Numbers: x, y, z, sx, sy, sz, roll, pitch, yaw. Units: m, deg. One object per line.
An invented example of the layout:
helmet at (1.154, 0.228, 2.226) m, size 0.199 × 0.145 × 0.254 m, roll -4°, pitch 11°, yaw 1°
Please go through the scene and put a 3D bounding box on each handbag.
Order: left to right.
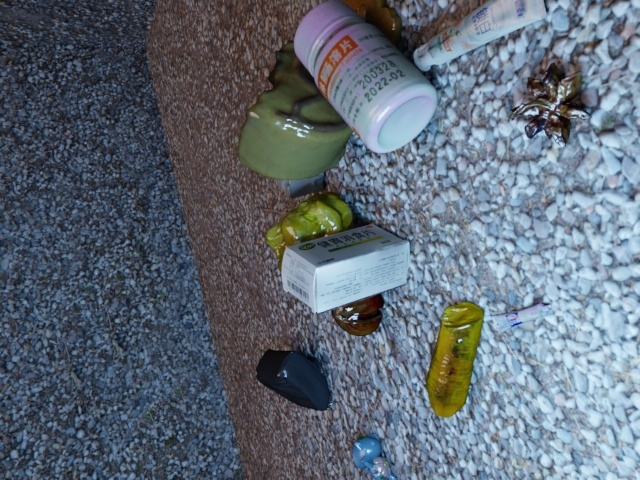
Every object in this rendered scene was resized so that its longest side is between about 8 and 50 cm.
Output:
handbag at (-0.090, 0.549, 2.076) m, size 0.301 × 0.275 × 0.178 m, roll -23°, pitch 35°, yaw 61°

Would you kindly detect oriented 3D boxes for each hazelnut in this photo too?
hazelnut at (0.105, 0.198, 1.615) m, size 0.178 × 0.177 × 0.204 m, roll 15°, pitch 112°, yaw 57°

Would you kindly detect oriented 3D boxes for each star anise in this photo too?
star anise at (0.453, -0.262, 1.003) m, size 0.167 × 0.057 × 0.168 m, roll 15°, pitch 110°, yaw 47°

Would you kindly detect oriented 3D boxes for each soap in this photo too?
soap at (-0.082, -0.331, 1.782) m, size 0.258 × 0.158 × 0.302 m, roll 52°, pitch 142°, yaw 45°

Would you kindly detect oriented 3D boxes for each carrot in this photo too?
carrot at (0.338, 0.308, 1.311) m, size 0.114 × 0.114 × 0.302 m, roll 35°, pitch 126°, yaw 51°

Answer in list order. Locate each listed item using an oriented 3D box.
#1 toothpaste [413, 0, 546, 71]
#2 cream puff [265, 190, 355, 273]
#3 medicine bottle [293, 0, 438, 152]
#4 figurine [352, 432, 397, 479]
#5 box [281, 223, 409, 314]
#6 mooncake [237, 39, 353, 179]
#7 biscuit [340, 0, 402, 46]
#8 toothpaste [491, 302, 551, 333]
toothpaste at (0.340, -0.464, 1.132) m, size 0.323 × 0.066 × 0.100 m, roll -13°, pitch 91°, yaw 55°
cream puff at (0.006, -0.005, 1.653) m, size 0.274 × 0.323 × 0.270 m, roll -43°, pitch 86°, yaw 22°
medicine bottle at (0.108, -0.430, 1.334) m, size 0.388 × 0.219 × 0.219 m, roll 56°, pitch 142°, yaw 23°
figurine at (0.171, 0.756, 1.739) m, size 0.178 × 0.114 × 0.145 m, roll 52°, pitch 142°, yaw 26°
box at (0.072, 0.075, 1.467) m, size 0.173 × 0.332 × 0.145 m, roll 30°, pitch 129°, yaw 53°
mooncake at (-0.080, -0.395, 1.531) m, size 0.394 × 0.393 × 0.246 m, roll 63°, pitch 148°, yaw 23°
biscuit at (0.126, -0.616, 1.465) m, size 0.295 × 0.044 × 0.186 m, roll 39°, pitch 133°, yaw 49°
toothpaste at (0.452, 0.172, 1.157) m, size 0.045 × 0.028 × 0.170 m, roll 65°, pitch 149°, yaw 11°
